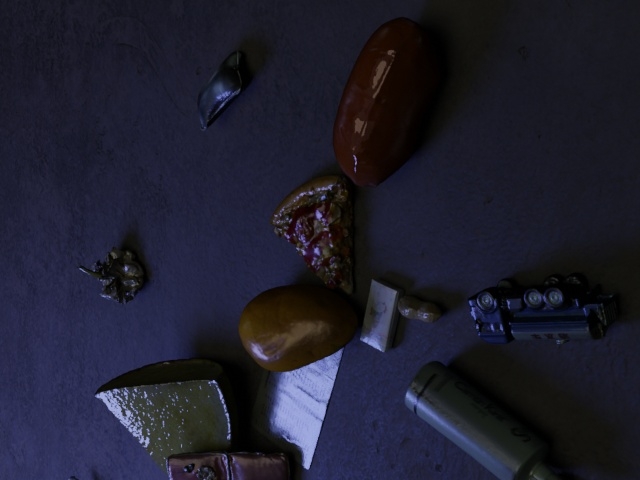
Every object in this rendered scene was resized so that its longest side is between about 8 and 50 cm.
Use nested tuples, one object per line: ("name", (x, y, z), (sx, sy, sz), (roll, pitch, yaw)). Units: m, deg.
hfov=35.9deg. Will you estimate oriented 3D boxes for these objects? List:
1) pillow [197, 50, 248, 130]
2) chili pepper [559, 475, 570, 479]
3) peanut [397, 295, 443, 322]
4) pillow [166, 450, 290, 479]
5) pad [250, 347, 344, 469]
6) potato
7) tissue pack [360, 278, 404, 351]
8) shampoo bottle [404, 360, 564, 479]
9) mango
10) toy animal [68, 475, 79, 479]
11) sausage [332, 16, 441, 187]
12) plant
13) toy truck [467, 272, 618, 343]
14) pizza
("pillow", (-0.175, -0.262, 1.725), (0.135, 0.055, 0.091), (-37, 71, 38))
("chili pepper", (0.326, 0.350, 1.406), (0.083, 0.017, 0.030), (-19, 86, 42))
("peanut", (0.153, 0.105, 1.508), (0.083, 0.037, 0.037), (7, 102, 43))
("pillow", (-0.163, 0.438, 1.785), (0.232, 0.043, 0.126), (-3, 107, 13))
("pad", (-0.047, 0.256, 1.733), (0.159, 0.009, 0.265), (30, 117, 34))
("potato", (-0.257, 0.362, 1.863), (0.269, 0.112, 0.255), (-8, 106, 22))
("tissue pack", (0.097, 0.119, 1.567), (0.056, 0.023, 0.108), (23, 112, 37))
("shampoo bottle", (0.242, 0.278, 1.423), (0.262, 0.085, 0.085), (35, 119, 33))
("mango", (-0.038, 0.146, 1.633), (0.227, 0.109, 0.147), (-1, 64, 35))
("toy animal", (-0.514, 0.589, 2.173), (0.071, 0.085, 0.124), (28, 111, 55))
("sausage", (0.092, -0.200, 1.447), (0.133, 0.133, 0.258), (37, 121, 31))
("plant", (-0.419, 0.069, 1.966), (0.116, 0.122, 0.104), (41, 111, 38))
("toy truck", (0.305, 0.096, 1.350), (0.201, 0.074, 0.088), (-7, 102, 42))
("pizza", (0.000, 0.000, 1.611), (0.188, 0.062, 0.199), (-34, 76, 43))
